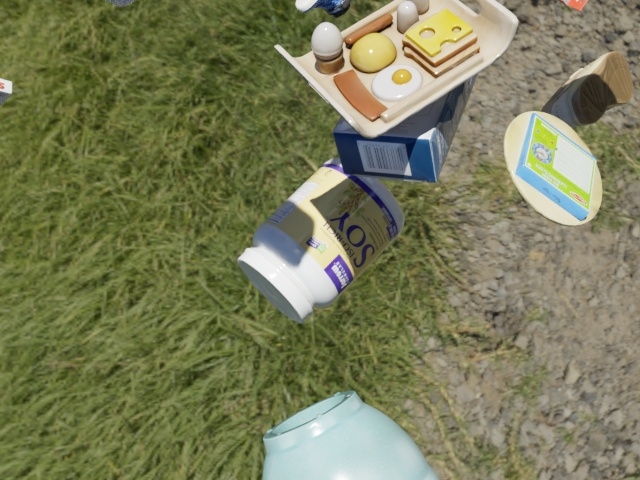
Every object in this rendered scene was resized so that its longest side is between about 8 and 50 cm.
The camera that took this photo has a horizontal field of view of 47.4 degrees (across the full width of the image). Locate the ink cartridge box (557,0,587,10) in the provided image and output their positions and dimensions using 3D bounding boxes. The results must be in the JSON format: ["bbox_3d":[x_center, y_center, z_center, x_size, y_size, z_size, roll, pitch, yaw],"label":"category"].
[{"bbox_3d":[0.559,-0.573,1.660,0.115,0.029,0.062,44,107,37],"label":"ink cartridge box"}]

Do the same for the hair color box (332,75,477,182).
[{"bbox_3d":[0.167,-0.262,1.300,0.174,0.105,0.347,9,52,24],"label":"hair color box"}]

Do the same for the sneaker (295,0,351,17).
[{"bbox_3d":[0.015,-0.444,1.354,0.058,0.084,0.152,-7,40,38],"label":"sneaker"}]

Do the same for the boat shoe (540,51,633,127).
[{"bbox_3d":[0.598,-0.335,1.630,0.110,0.341,0.121,-13,102,46],"label":"boat shoe"}]

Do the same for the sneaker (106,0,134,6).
[{"bbox_3d":[-0.500,-0.510,1.255,0.210,0.366,0.137,-9,62,48],"label":"sneaker"}]

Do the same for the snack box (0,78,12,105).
[{"bbox_3d":[-0.501,-0.209,0.946,0.064,0.178,0.022,-20,67,46],"label":"snack box"}]

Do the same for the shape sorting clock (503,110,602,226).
[{"bbox_3d":[0.381,-0.118,1.196,0.040,0.206,0.206,-40,62,51],"label":"shape sorting clock"}]

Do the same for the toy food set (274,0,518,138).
[{"bbox_3d":[0.112,-0.306,1.108,0.306,0.092,0.219,-34,56,-10],"label":"toy food set"}]

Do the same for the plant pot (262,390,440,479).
[{"bbox_3d":[0.021,0.373,1.209,0.293,0.293,0.196,-30,85,34],"label":"plant pot"}]

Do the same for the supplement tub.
[{"bbox_3d":[0.000,0.000,1.650,0.241,0.241,0.331,33,71,36],"label":"supplement tub"}]
